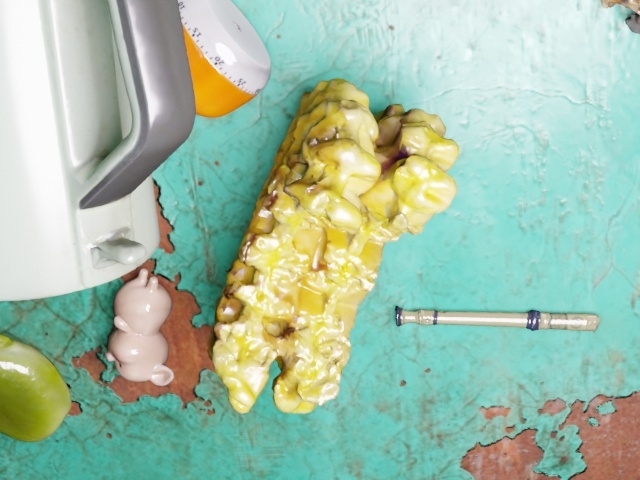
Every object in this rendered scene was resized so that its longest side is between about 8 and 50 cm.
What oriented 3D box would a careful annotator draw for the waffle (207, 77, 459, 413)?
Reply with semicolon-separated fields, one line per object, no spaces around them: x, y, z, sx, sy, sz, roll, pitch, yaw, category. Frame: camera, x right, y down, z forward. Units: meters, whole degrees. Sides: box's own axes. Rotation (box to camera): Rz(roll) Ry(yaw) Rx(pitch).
0.000;0.000;0.829;0.151;0.261;0.324;23;118;-13;waffle

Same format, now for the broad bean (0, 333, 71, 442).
-0.394;0.176;1.056;0.174;0.082;0.124;33;114;-20;broad bean

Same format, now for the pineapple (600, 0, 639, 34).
0.332;-0.231;0.750;0.310;0.141;0.170;41;149;-16;pineapple

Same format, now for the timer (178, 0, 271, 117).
-0.126;-0.182;0.852;0.136;0.099;0.136;7;113;18;timer

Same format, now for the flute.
0.203;0.091;0.977;0.233;0.027;0.027;1;115;6;flute

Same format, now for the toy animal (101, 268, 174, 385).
-0.210;0.106;0.997;0.089;0.083;0.150;6;114;1;toy animal

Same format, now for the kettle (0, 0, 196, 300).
-0.252;-0.149;0.763;0.361;0.250;0.376;20;119;41;kettle
